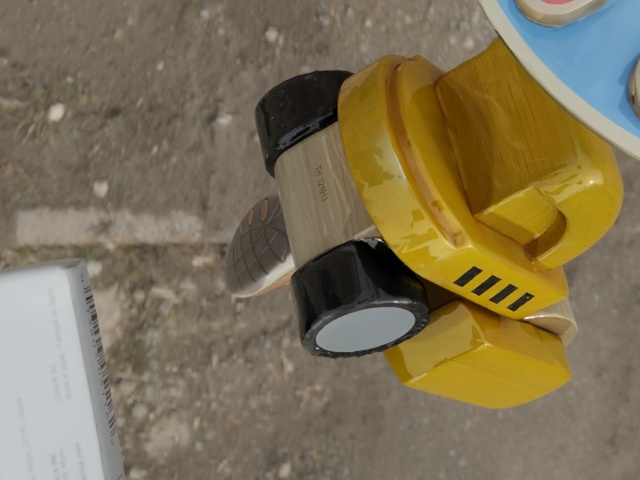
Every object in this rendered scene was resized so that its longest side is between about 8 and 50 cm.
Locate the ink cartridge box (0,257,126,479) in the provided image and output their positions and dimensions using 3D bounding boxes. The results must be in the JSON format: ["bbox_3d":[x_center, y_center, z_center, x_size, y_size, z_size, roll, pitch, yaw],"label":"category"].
[{"bbox_3d":[-0.329,0.195,0.899,0.385,0.091,0.308,-10,93,0],"label":"ink cartridge box"}]

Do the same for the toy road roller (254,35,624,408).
[{"bbox_3d":[0.126,-0.023,0.961,0.240,0.203,0.329,-28,149,28],"label":"toy road roller"}]

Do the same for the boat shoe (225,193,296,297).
[{"bbox_3d":[0.000,0.000,1.514,0.116,0.123,0.324,21,150,-29],"label":"boat shoe"}]

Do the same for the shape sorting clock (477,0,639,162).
[{"bbox_3d":[0.128,-0.106,0.297,0.206,0.040,0.206,-3,77,11],"label":"shape sorting clock"}]
